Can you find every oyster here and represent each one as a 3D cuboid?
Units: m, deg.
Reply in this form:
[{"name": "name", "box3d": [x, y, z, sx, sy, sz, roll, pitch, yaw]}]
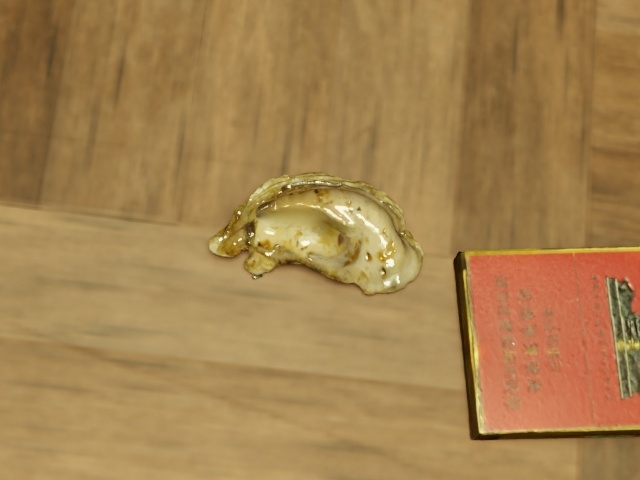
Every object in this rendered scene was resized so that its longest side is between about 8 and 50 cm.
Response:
[{"name": "oyster", "box3d": [0.000, 0.000, 0.645, 0.081, 0.038, 0.083, -41, 108, 9]}]

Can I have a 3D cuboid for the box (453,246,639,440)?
[{"name": "box", "box3d": [0.133, 0.048, 0.635, 0.133, 0.023, 0.090, 0, 74, -5]}]
